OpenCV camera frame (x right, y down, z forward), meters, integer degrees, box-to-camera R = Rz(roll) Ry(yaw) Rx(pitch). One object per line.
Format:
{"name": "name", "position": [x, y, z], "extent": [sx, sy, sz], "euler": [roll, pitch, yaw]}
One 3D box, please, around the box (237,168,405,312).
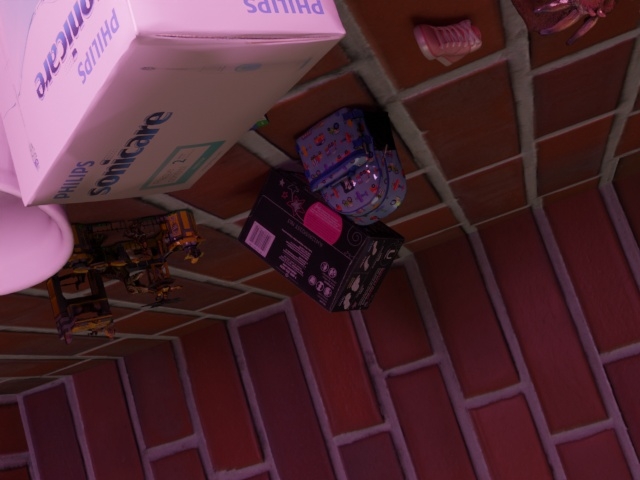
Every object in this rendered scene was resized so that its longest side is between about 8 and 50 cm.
{"name": "box", "position": [0.000, 0.000, 1.602], "extent": [0.142, 0.247, 0.163], "euler": [2, 119, -56]}

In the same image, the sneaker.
{"name": "sneaker", "position": [0.177, -0.278, 1.192], "extent": [0.070, 0.051, 0.134], "euler": [-25, 169, 25]}

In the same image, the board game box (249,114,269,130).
{"name": "board game box", "position": [-0.157, -0.180, 1.182], "extent": [0.136, 0.035, 0.201], "euler": [-19, 168, 6]}

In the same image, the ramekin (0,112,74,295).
{"name": "ramekin", "position": [-0.422, -0.051, 0.989], "extent": [0.277, 0.135, 0.277], "euler": [-7, 152, -4]}

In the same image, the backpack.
{"name": "backpack", "position": [0.055, -0.115, 1.446], "extent": [0.158, 0.173, 0.117], "euler": [-26, 166, 36]}

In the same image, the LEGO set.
{"name": "LEGO set", "position": [-0.370, 0.079, 1.657], "extent": [0.331, 0.192, 0.255], "euler": [-7, 164, -41]}

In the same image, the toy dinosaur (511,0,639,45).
{"name": "toy dinosaur", "position": [0.255, -0.280, 0.931], "extent": [0.127, 0.200, 0.296], "euler": [-18, 168, 0]}

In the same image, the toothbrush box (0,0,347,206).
{"name": "toothbrush box", "position": [-0.130, -0.197, 0.527], "extent": [0.126, 0.295, 0.216], "euler": [-9, 164, -35]}
